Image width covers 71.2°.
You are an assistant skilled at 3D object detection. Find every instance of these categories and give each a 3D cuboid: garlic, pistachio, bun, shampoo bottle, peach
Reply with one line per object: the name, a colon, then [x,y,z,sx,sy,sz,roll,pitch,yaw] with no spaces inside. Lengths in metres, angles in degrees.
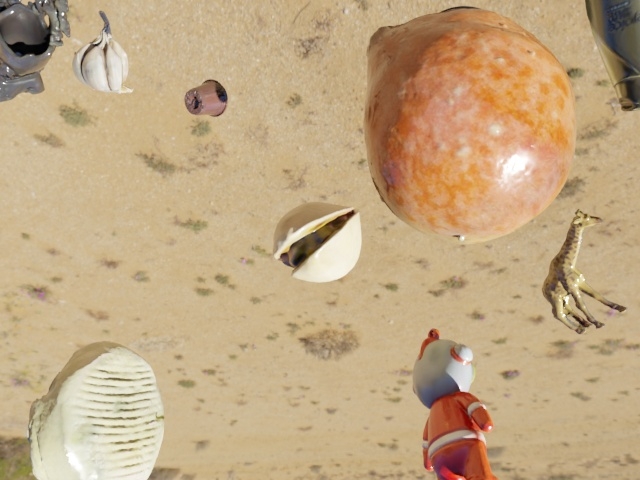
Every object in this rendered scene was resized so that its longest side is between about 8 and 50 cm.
garlic: [-0.530,-0.456,1.098,0.131,0.127,0.194,19,114,9]
pistachio: [0.000,0.000,1.012,0.214,0.193,0.318,-42,178,6]
bun: [-0.348,0.280,0.694,0.116,0.237,0.210,-19,168,19]
shampoo bottle: [0.566,-0.417,0.821,0.126,0.084,0.350,0,114,50]
peach: [0.127,-0.114,0.435,0.233,0.232,0.232,1,150,1]

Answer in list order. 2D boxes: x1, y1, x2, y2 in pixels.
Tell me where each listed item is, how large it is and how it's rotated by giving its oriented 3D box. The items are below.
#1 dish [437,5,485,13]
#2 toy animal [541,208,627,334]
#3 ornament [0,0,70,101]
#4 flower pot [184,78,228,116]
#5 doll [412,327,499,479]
dish: [0.390,-0.483,1.198,0.303,0.120,0.303,21,134,23]
toy animal: [0.532,0.071,0.933,0.054,0.275,0.149,-26,-169,-41]
ornament: [-0.524,-0.391,0.736,0.260,0.106,0.251,-29,97,42]
flower pot: [-0.340,-0.409,1.299,0.111,0.089,0.111,13,117,27]
doll: [0.243,0.309,0.843,0.106,0.336,0.199,16,130,-15]
